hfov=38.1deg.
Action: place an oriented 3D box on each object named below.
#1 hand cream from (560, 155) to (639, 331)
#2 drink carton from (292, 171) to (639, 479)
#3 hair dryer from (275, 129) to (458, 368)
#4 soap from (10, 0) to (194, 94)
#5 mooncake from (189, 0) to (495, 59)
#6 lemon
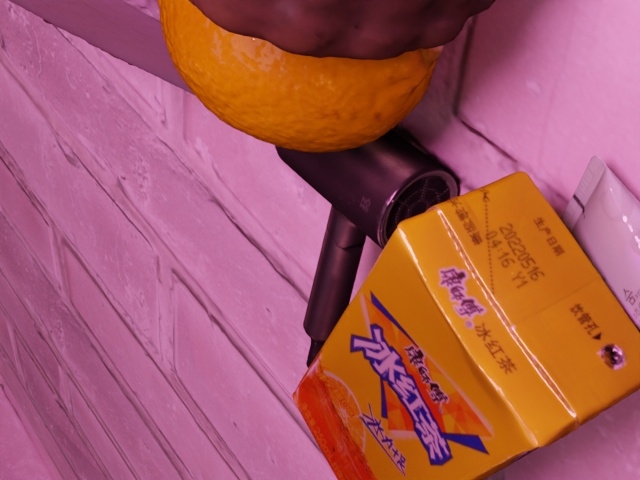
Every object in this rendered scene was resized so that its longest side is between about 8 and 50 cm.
[{"bbox_3d":[0.211,0.044,0.539,0.205,0.050,0.078,55,155,28],"label":"hand cream"},{"bbox_3d":[0.086,0.105,0.688,0.154,0.111,0.351,59,158,16],"label":"drink carton"},{"bbox_3d":[0.000,0.000,0.790,0.195,0.078,0.248,43,130,39],"label":"hair dryer"},{"bbox_3d":[-0.126,-0.304,0.854,0.159,0.258,0.302,-19,50,62],"label":"soap"},{"bbox_3d":[0.013,-0.215,0.490,0.228,0.228,0.124,58,152,15],"label":"mooncake"},{"bbox_3d":[-0.015,-0.153,0.629,0.244,0.187,0.186,39,142,39],"label":"lemon"}]
